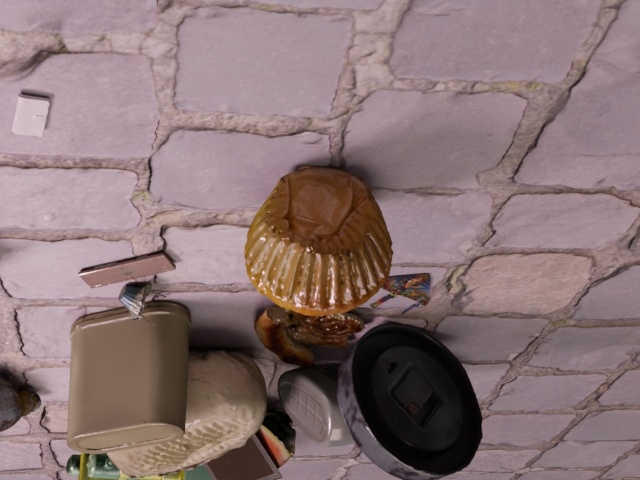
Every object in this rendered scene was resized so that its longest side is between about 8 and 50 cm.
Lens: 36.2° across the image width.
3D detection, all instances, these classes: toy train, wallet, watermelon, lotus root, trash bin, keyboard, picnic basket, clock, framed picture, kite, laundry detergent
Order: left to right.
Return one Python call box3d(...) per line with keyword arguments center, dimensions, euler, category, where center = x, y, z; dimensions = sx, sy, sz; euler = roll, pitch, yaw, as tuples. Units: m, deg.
box3d(center=(-0.725, 0.342, 2.036), dimensions=(0.158, 0.140, 0.322), euler=(-27, 145, 33), category="lotus root")
box3d(center=(-0.395, -0.170, 1.333), dimensions=(0.044, 0.011, 0.083), euler=(7, 147, -20), category="wallet")
box3d(center=(-0.362, 0.257, 1.835), dimensions=(0.243, 0.248, 0.121), euler=(-11, 147, 13), category="trash bin")
box3d(center=(-0.338, 0.051, 1.714), dimensions=(0.165, 0.017, 0.055), euler=(-13, 144, 13), category="keyboard")
box3d(center=(-0.325, 0.114, 1.777), dimensions=(0.083, 0.065, 0.083), euler=(27, 135, -17), category="picnic basket")
box3d(center=(-0.434, 0.565, 2.417), dimensions=(0.368, 0.150, 0.237), euler=(8, 158, -21), category="toy train")
box3d(center=(-0.223, 0.474, 2.294), dimensions=(0.197, 0.014, 0.252), euler=(-26, 99, 32), category="framed picture")
box3d(center=(-0.131, 0.477, 2.369), dimensions=(0.128, 0.159, 0.303), euler=(-28, 167, -37), category="watermelon")
box3d(center=(0.133, 0.325, 2.088), dimensions=(0.397, 0.125, 0.264), euler=(-4, -166, -28), category="laundry detergent")
box3d(center=(0.151, 0.099, 1.867), dimensions=(0.182, 0.010, 0.160), euler=(20, 142, -36), category="kite")
box3d(center=(0.178, 0.319, 1.932), dimensions=(0.325, 0.325, 0.067), euler=(15, 140, -30), category="clock")

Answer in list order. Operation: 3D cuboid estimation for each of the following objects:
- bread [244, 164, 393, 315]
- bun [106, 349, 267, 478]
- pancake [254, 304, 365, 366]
box3d(center=(0.000, 0.004, 1.476), dimensions=(0.239, 0.240, 0.139), euler=(0, 138, -8), category="bread")
box3d(center=(-0.286, 0.338, 2.015), dimensions=(0.359, 0.211, 0.360), euler=(-18, 157, -8), category="bun")
box3d(center=(-0.044, 0.191, 1.952), dimensions=(0.257, 0.056, 0.212), euler=(14, 146, -29), category="pancake")
